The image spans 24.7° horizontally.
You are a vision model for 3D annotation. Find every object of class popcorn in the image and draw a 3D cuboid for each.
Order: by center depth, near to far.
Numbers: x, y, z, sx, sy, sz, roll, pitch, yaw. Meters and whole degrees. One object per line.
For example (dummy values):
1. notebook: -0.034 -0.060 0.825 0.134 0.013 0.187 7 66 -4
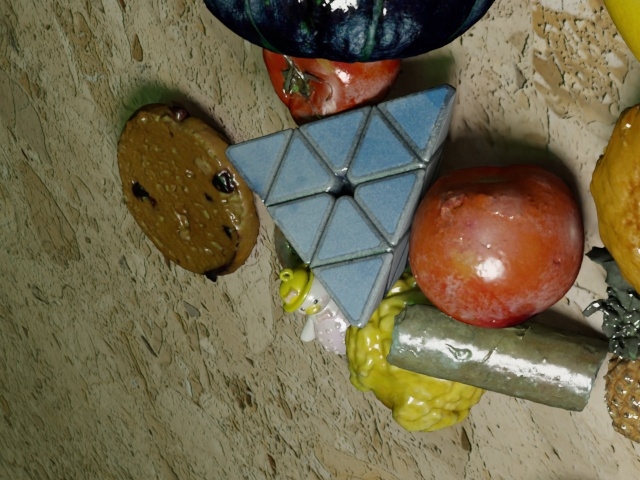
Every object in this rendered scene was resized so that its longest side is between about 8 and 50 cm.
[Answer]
1. popcorn: 0.129 0.134 1.941 0.200 0.226 0.203 -50 28 22

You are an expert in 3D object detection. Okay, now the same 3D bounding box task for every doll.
1. doll: 0.012 0.101 2.068 0.129 0.081 0.207 -30 125 26

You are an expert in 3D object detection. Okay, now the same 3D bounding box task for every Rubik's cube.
1. Rubik's cube: 0.053 -0.049 1.801 0.233 0.228 0.228 9 122 65

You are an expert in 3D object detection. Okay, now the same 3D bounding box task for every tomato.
1. tomato: 0.207 0.010 1.718 0.208 0.208 0.184 12 117 45
2. tomato: 0.011 -0.229 1.833 0.187 0.151 0.187 26 140 25

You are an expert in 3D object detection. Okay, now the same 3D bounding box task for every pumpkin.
1. pumpkin: 0.033 -0.335 1.573 0.363 0.363 0.266 20 115 41

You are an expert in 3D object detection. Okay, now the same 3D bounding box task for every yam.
1. yam: 0.217 0.139 1.796 0.259 0.106 0.106 15 129 9

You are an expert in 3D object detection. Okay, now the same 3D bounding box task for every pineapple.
1. pineapple: 0.368 0.108 1.685 0.119 0.111 0.237 -8 103 29

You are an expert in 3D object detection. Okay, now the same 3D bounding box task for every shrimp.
1. shrimp: -0.002 0.001 2.085 0.251 0.052 0.144 -23 93 54

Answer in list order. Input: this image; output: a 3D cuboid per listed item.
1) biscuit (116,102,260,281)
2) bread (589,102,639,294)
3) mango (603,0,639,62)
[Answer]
1. biscuit: -0.201 -0.079 2.242 0.296 0.075 0.296 25 133 31
2. bread: 0.400 -0.029 1.524 0.268 0.145 0.268 32 135 38
3. mango: 0.358 -0.257 1.434 0.262 0.130 0.167 51 137 20
